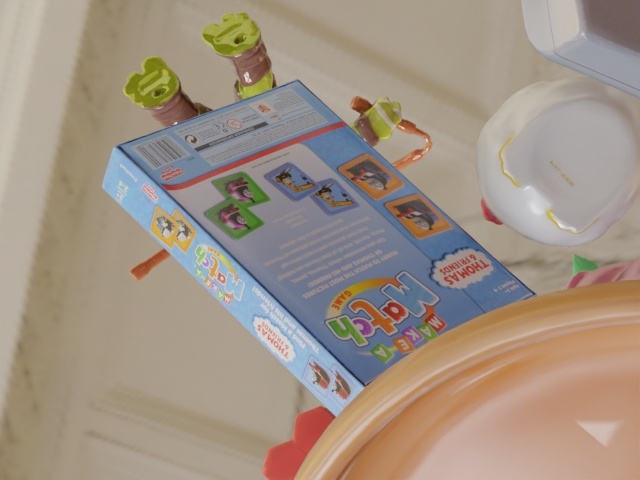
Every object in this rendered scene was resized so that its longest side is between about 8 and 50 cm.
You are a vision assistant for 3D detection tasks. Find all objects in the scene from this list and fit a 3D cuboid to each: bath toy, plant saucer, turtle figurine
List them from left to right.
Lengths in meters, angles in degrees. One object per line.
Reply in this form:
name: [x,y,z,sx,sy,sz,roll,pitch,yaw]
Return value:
turtle figurine: [-0.062,-0.058,1.504,0.087,0.269,0.217,-100,-18,-44]
plant saucer: [0.083,0.095,0.512,0.200,0.200,0.037,50,-161,-19]
bath toy: [0.208,0.058,1.182,0.151,0.129,0.348,-35,-86,3]

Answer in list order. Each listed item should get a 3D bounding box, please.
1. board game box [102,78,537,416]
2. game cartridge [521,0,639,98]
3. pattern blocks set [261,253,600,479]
board game box: [0.000,0.000,1.149,0.211,0.039,0.160,43,-138,23]
game cartridge: [0.196,-0.201,0.981,0.198,0.062,0.297,19,-111,-19]
pattern blocks set: [0.135,0.159,1.596,0.285,0.325,0.026,46,-175,24]
